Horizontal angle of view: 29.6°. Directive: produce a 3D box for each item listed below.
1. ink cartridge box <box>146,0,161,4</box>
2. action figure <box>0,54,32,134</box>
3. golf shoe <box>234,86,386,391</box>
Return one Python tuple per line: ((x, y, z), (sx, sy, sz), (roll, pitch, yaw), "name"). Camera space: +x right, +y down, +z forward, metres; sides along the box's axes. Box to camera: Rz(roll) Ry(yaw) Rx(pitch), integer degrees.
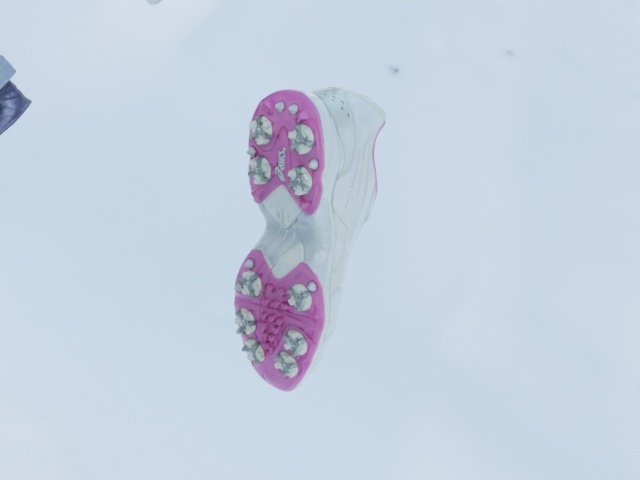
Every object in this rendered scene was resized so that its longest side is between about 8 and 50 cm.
((-0.272, -0.539, 1.896), (0.273, 0.197, 0.114), (51, 16, -20), "ink cartridge box")
((-0.397, -0.234, 1.191), (0.099, 0.185, 0.285), (-52, 124, -35), "action figure")
((0.000, 0.000, 1.145), (0.115, 0.306, 0.140), (27, 31, 34), "golf shoe")
